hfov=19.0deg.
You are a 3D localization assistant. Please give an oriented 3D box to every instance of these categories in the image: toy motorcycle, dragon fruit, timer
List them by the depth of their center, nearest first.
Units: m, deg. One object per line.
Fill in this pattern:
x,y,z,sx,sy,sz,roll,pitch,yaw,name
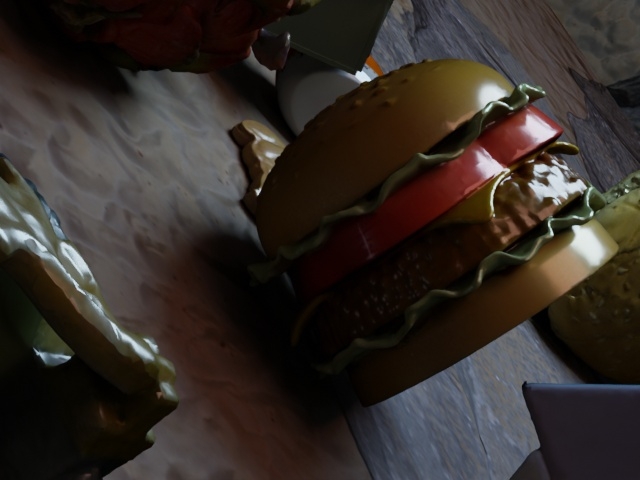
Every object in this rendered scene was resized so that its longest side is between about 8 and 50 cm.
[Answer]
-0.217,0.021,0.855,0.410,0.168,0.237,15,44,-62,toy motorcycle
-0.100,-0.263,1.447,0.314,0.296,0.263,41,25,-11,dragon fruit
0.011,-0.140,1.794,0.136,0.099,0.136,57,6,-9,timer

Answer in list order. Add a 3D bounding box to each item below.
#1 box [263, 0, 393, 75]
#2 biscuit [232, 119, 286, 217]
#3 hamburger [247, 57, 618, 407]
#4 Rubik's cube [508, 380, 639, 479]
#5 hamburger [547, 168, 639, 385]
-0.045,-0.245,1.716,0.225,0.086,0.129,24,22,-3,box
0.000,0.000,1.625,0.250,0.035,0.162,59,24,11,biscuit
0.073,-0.021,1.454,0.212,0.274,0.274,58,19,1,hamburger
0.274,0.285,1.299,0.387,0.358,0.368,51,17,-42,Rubik's cube
0.384,0.033,2.078,0.259,0.283,0.145,33,18,-32,hamburger
